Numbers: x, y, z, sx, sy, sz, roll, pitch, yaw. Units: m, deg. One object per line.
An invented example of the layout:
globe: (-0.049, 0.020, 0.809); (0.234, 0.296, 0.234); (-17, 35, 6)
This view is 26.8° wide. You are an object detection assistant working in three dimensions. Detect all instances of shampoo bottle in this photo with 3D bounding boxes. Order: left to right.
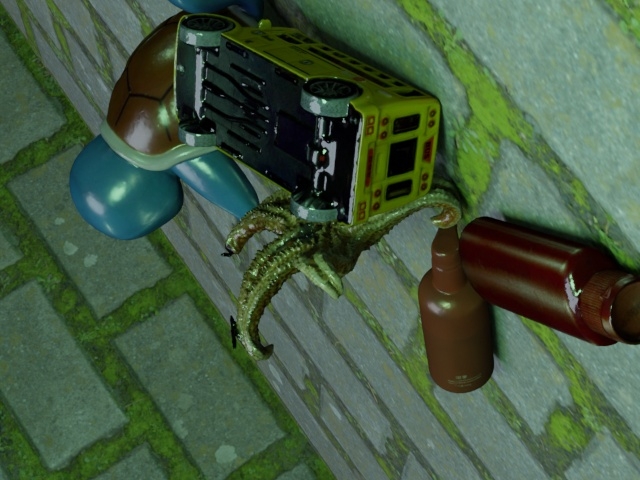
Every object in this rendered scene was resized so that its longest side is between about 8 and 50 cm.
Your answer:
shampoo bottle: (0.154, 0.078, 1.543); (0.085, 0.085, 0.244); (46, 159, 38)
shampoo bottle: (0.223, 0.041, 1.260); (0.102, 0.064, 0.260); (63, 165, -18)

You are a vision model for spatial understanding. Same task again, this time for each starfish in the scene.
starfish: (0.001, 0.004, 1.494); (0.113, 0.303, 0.312); (46, -177, -24)

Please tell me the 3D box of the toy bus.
toy bus: (-0.028, -0.142, 1.447); (0.331, 0.151, 0.145); (34, 130, 43)

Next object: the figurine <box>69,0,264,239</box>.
figurine: (-0.145, -0.179, 1.664); (0.298, 0.243, 0.416); (43, 119, 32)
